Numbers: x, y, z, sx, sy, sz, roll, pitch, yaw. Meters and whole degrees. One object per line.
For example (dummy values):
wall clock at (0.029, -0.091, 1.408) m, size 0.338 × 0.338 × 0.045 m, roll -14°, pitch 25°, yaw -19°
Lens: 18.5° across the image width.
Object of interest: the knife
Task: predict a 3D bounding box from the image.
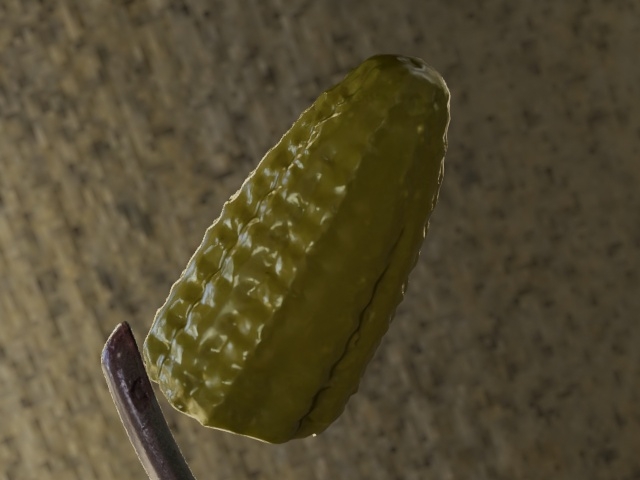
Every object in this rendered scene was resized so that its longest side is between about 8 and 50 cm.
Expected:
knife at (-0.080, 0.185, 1.403) m, size 0.053 × 0.278 × 0.123 m, roll -36°, pitch 8°, yaw -15°

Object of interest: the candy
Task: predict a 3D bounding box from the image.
candy at (0.000, 0.000, 0.946) m, size 0.199 × 0.106 × 0.094 m, roll -60°, pitch 17°, yaw 17°
